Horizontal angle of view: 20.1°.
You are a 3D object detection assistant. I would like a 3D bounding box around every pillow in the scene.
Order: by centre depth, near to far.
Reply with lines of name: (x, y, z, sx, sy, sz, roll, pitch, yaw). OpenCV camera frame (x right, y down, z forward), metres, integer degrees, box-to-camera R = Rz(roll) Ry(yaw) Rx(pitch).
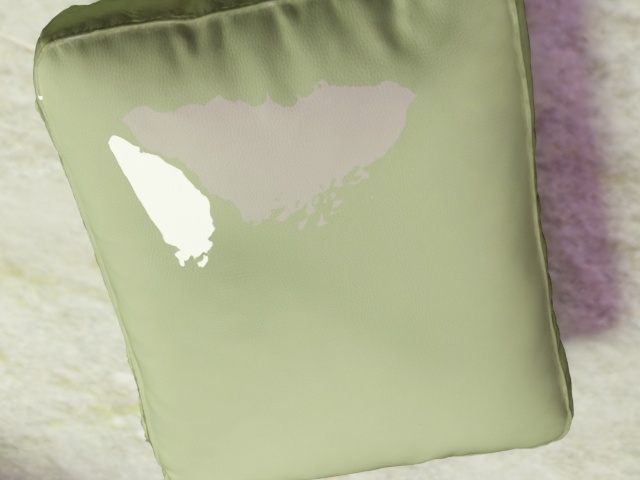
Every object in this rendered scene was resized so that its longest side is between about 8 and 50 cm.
pillow: (0.000, 0.000, 0.978, 0.255, 0.120, 0.322, -10, 123, 5)
